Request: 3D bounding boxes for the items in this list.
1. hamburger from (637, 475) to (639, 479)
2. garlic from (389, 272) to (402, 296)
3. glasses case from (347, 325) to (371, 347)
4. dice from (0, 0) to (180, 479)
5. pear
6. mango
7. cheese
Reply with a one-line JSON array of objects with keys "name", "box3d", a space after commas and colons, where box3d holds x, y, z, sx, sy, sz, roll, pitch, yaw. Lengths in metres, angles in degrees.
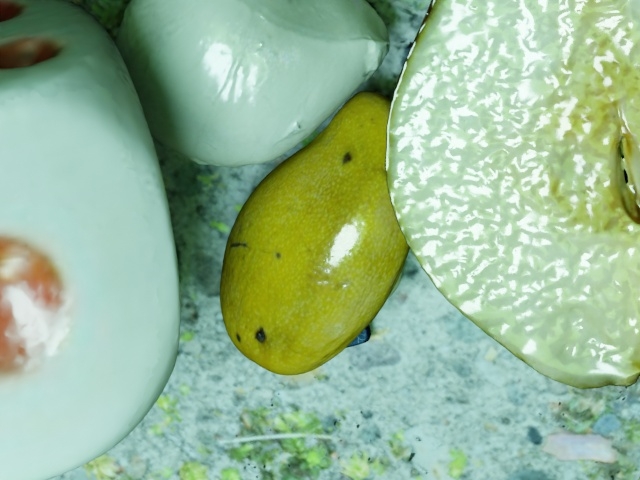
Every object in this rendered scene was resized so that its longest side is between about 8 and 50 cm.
[{"name": "hamburger", "box3d": [0.412, 0.233, 1.257, 0.209, 0.330, 0.162, 14, 69, -18]}, {"name": "garlic", "box3d": [0.045, 0.026, 1.327, 0.041, 0.053, 0.083, 3, 112, -41]}, {"name": "glasses case", "box3d": [0.004, 0.082, 1.361, 0.083, 0.023, 0.033, -15, 126, 15]}, {"name": "dice", "box3d": [-0.275, -0.004, 1.180, 0.277, 0.304, 0.304, -16, 116, -16]}, {"name": "pear", "box3d": [0.225, -0.093, 1.177, 0.340, 0.191, 0.386, -6, 106, 11]}, {"name": "mango", "box3d": [-0.005, 0.001, 1.261, 0.109, 0.157, 0.262, 0, 128, -35]}, {"name": "cheese", "box3d": [-0.068, -0.150, 1.222, 0.198, 0.154, 0.189, 37, 115, -6]}]
